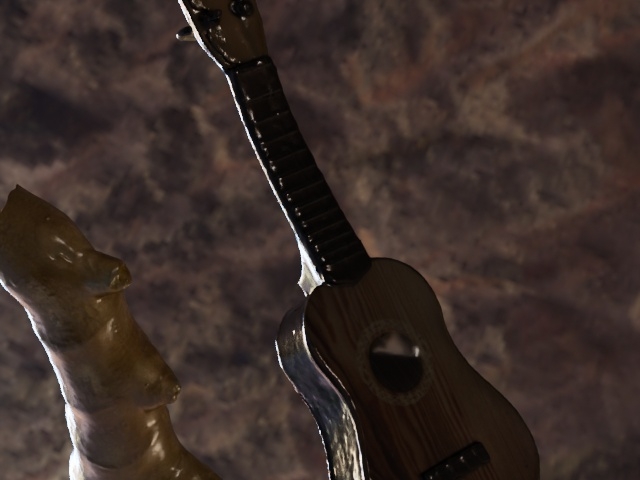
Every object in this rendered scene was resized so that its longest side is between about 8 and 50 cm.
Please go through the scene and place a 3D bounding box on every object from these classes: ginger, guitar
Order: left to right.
[{"bbox_3d":[-0.140,0.086,1.087,0.118,0.065,0.299,3,-44,23],"label":"ginger"},{"bbox_3d":[-0.002,0.000,0.689,0.038,0.084,0.271,-28,-92,52],"label":"guitar"}]
